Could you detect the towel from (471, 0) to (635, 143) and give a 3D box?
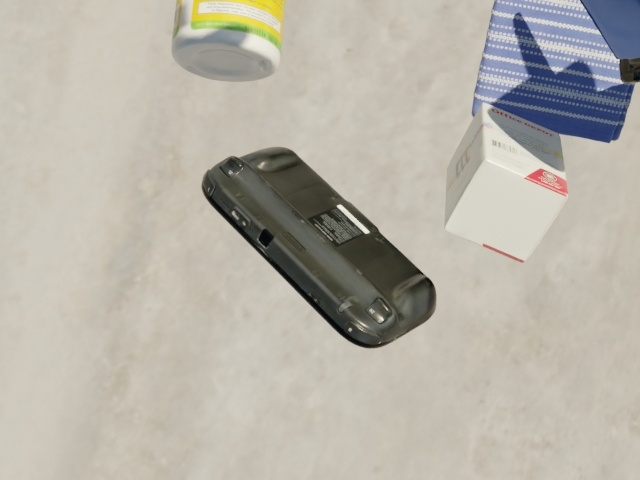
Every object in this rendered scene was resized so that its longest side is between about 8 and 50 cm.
[{"bbox_3d":[0.377,-0.312,1.717,0.243,0.040,0.336,10,125,3],"label":"towel"}]

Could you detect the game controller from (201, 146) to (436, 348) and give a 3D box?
[{"bbox_3d":[0.000,0.000,1.374,0.319,0.166,0.067,45,123,20],"label":"game controller"}]

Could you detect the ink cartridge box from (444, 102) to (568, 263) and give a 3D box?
[{"bbox_3d":[0.256,-0.084,1.562,0.128,0.176,0.127,22,124,-6],"label":"ink cartridge box"}]

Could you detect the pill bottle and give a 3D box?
[{"bbox_3d":[-0.109,-0.337,1.414,0.136,0.136,0.246,0,76,20],"label":"pill bottle"}]

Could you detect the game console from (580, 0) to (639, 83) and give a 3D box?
[{"bbox_3d":[0.524,-0.311,1.489,0.293,0.250,0.173,4,104,63],"label":"game console"}]
